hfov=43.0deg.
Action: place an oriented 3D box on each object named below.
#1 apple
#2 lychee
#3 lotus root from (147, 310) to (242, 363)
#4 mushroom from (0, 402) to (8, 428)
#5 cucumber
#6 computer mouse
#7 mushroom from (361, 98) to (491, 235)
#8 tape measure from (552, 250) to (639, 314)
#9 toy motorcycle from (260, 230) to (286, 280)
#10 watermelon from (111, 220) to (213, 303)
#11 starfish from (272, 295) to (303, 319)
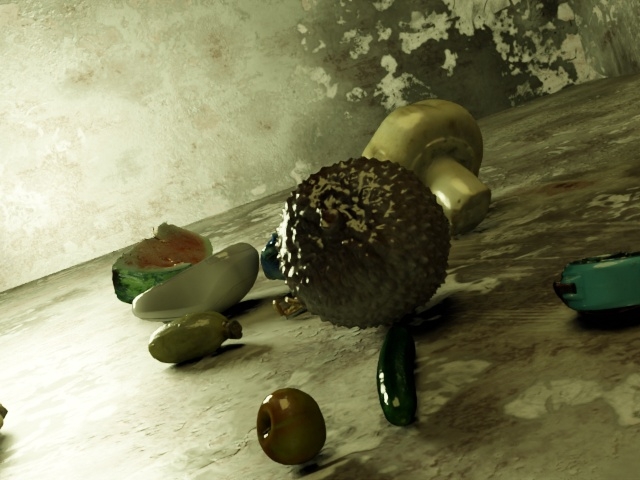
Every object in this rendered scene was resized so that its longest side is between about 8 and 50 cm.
[{"bbox_3d":[-0.035,0.215,0.945,0.075,0.089,0.089,-9,7,-22],"label":"apple"},{"bbox_3d":[0.073,0.013,1.308,0.300,0.300,0.300,-18,11,4],"label":"lychee"},{"bbox_3d":[-0.229,0.172,1.485,0.183,0.077,0.090,-17,12,18],"label":"lotus root"},{"bbox_3d":[-0.642,0.326,1.356,0.162,0.173,0.236,-55,-30,-1],"label":"mushroom"},{"bbox_3d":[0.100,0.165,1.061,0.056,0.056,0.284,-17,12,8],"label":"cucumber"},{"bbox_3d":[-0.253,0.109,1.733,0.297,0.121,0.184,-30,2,11],"label":"computer mouse"},{"bbox_3d":[0.261,-0.141,1.813,0.314,0.314,0.336,-22,41,-15],"label":"mushroom"},{"bbox_3d":[0.379,0.056,1.058,0.146,0.080,0.125,-10,-4,23],"label":"tape measure"},{"bbox_3d":[0.010,0.020,1.711,0.319,0.241,0.182,-17,50,-24],"label":"toy motorcycle"},{"bbox_3d":[-0.399,0.069,1.990,0.224,0.180,0.305,-29,9,21],"label":"watermelon"},{"bbox_3d":[0.006,0.102,1.571,0.150,0.053,0.210,6,19,35],"label":"starfish"}]
